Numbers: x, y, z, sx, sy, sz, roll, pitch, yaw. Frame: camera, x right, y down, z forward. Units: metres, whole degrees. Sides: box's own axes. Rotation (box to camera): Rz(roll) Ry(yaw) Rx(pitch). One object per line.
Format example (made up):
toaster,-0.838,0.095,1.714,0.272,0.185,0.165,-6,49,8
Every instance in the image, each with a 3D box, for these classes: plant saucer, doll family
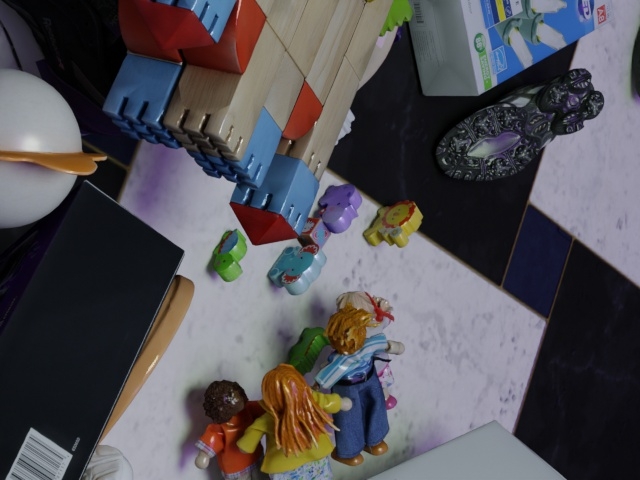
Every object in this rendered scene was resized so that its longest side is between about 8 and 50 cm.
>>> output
plant saucer,-0.173,0.105,1.397,0.037,0.200,0.200,36,65,-10
doll family,0.008,0.145,1.602,0.263,0.118,0.163,-34,130,-33

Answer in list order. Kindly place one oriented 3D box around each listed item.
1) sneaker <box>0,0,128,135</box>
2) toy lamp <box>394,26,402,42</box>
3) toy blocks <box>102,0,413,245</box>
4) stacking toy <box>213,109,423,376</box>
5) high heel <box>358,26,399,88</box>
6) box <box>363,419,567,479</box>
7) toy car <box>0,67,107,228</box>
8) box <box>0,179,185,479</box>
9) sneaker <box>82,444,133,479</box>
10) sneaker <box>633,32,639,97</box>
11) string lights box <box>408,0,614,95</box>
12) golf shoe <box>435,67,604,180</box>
sneaker,-0.197,-0.202,1.360,0.107,0.124,0.283,-54,130,-29
toy lamp,0.087,-0.327,1.697,0.080,0.080,0.274,30,75,-46
toy blocks,-0.062,-0.164,1.329,0.260,0.191,0.381,-68,155,-16
stacking toy,0.000,0.000,1.661,0.221,0.052,0.167,-57,132,-26
high heel,0.018,-0.250,1.611,0.127,0.181,0.377,39,95,-23
box,0.085,0.342,1.657,0.345,0.168,0.215,-17,137,-46
toy car,-0.261,-0.066,1.222,0.210,0.238,0.219,-1,96,-48
box,-0.223,0.109,1.263,0.103,0.184,0.261,36,45,-16
sneaker,-0.213,0.281,1.448,0.115,0.090,0.232,40,75,-50
sneaker,0.448,-0.253,2.099,0.130,0.087,0.227,28,69,-40
string lights box,0.198,-0.254,1.828,0.260,0.077,0.133,-31,116,-42
golf shoe,0.202,-0.117,1.857,0.198,0.094,0.077,-24,100,-16
